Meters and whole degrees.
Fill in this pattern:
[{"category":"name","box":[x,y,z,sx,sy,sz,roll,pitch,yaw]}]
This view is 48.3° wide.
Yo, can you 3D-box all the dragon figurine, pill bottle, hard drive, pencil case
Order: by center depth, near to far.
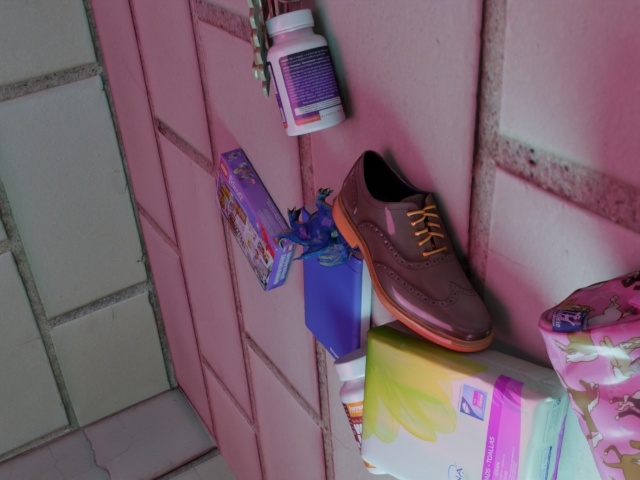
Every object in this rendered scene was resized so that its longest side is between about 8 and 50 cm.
[{"category":"pencil case","box":[0.361,0.227,0.740,0.160,0.167,0.386,-19,92,33]},{"category":"pill bottle","box":[-0.030,-0.283,1.206,0.108,0.108,0.194,10,118,62]},{"category":"dragon figurine","box":[0.000,0.000,1.307,0.289,0.085,0.144,-29,61,39]},{"category":"pill bottle","box":[0.108,0.321,1.374,0.121,0.121,0.221,-19,92,66]},{"category":"hard drive","box":[0.030,0.107,1.465,0.210,0.040,0.319,44,145,43]}]

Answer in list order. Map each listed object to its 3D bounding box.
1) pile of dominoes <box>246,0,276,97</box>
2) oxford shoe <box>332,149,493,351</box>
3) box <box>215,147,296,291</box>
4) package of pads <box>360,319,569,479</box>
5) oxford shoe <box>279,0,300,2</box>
[{"category":"pile of dominoes","box":[-0.114,-0.394,1.219,0.196,0.040,0.251,-83,-12,-48]},{"category":"oxford shoe","box":[0.137,0.009,1.072,0.364,0.129,0.133,51,142,32]},{"category":"box","box":[-0.163,-0.048,1.724,0.293,0.057,0.201,58,154,23]},{"category":"package of pads","box":[0.197,0.265,1.035,0.296,0.101,0.229,17,112,39]},{"category":"oxford shoe","box":[-0.026,-0.491,1.015,0.169,0.130,0.449,64,158,3]}]
